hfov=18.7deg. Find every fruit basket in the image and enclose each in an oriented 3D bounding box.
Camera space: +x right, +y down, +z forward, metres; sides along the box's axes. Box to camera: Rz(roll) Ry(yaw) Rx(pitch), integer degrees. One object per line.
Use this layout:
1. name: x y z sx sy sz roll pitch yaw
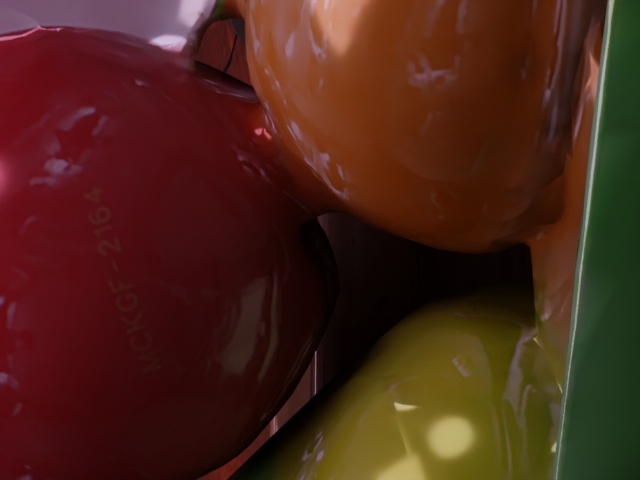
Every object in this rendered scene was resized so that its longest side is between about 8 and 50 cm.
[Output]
1. fruit basket: 0.000 0.000 0.474 0.165 0.353 0.327 -34 -51 -70

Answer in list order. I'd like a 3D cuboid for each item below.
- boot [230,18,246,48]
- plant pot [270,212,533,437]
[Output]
1. boot: 0.011 -0.224 0.875 0.115 0.112 0.305 -47 -41 -72
2. plant pot: 0.042 0.042 0.663 0.237 0.110 0.237 -179 90 -86
